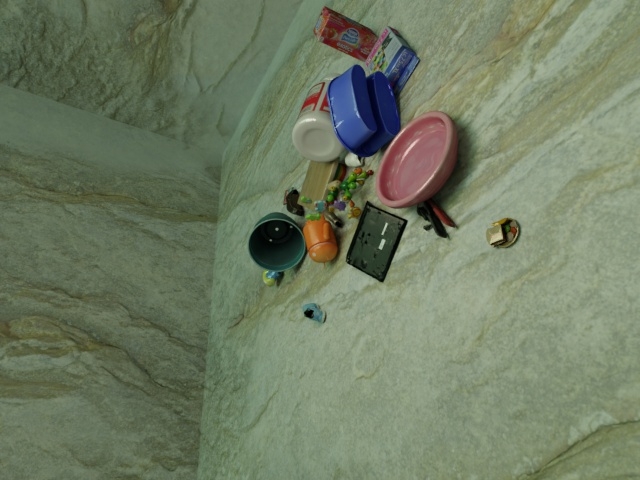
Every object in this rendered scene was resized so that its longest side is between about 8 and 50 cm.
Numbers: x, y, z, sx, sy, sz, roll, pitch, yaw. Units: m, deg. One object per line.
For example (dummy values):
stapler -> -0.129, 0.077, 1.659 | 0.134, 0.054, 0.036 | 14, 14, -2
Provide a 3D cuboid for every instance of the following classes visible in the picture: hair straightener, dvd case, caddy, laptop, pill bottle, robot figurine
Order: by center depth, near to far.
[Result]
hair straightener -> 0.329, -0.076, 1.342 | 0.089, 0.047, 0.230 | -60, 30, 27
laptop -> 0.197, -0.007, 1.605 | 0.264, 0.137, 0.234 | 28, 104, 37
caddy -> 0.151, -0.487, 1.653 | 0.179, 0.242, 0.340 | -26, 70, 51
robot figurine -> 0.000, -0.001, 1.836 | 0.158, 0.128, 0.219 | -28, 63, 28
pill bottle -> 0.031, -0.547, 1.898 | 0.229, 0.229, 0.407 | -44, 23, 46
dvd case -> -0.177, -0.250, 2.455 | 0.119, 0.013, 0.087 | -12, 67, 62

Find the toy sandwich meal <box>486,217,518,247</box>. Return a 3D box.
toy sandwich meal -> 0.453, -0.021, 1.091 | 0.086, 0.029, 0.085 | -38, 45, 51

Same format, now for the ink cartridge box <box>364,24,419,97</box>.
ink cartridge box -> 0.278, -0.716, 1.755 | 0.185, 0.065, 0.311 | -56, 34, 35

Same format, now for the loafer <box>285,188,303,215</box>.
loafer -> -0.134, -0.203, 2.271 | 0.078, 0.080, 0.220 | -63, 29, 25

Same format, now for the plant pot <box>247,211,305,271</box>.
plant pot -> -0.219, -0.018, 2.166 | 0.255, 0.272, 0.271 | -106, 37, -68

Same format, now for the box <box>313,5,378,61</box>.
box -> 0.112, -0.923, 1.959 | 0.122, 0.257, 0.128 | -58, 31, 34

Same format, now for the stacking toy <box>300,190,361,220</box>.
stacking toy -> 0.037, -0.142, 1.758 | 0.167, 0.221, 0.052 | -111, 21, -57

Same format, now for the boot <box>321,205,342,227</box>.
boot -> 0.045, -0.100, 1.835 | 0.042, 0.118, 0.087 | -47, 47, 11

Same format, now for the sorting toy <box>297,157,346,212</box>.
sorting toy -> 0.014, -0.260, 2.004 | 0.255, 0.090, 0.256 | 31, 104, 62

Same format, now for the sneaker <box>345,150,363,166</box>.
sneaker -> 0.171, -0.408, 1.809 | 0.094, 0.080, 0.212 | 15, 97, 51

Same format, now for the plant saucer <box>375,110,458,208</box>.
plant saucer -> 0.310, -0.244, 1.383 | 0.332, 0.084, 0.332 | -43, 32, 37

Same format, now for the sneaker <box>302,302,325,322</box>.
sneaker -> -0.041, 0.298, 1.844 | 0.162, 0.073, 0.063 | 12, 88, 64

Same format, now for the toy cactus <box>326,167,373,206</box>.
toy cactus -> 0.097, -0.211, 1.744 | 0.219, 0.112, 0.181 | -47, 27, -19

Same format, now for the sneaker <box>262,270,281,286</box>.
sneaker -> -0.251, 0.136, 2.351 | 0.126, 0.091, 0.240 | -41, 39, 21
